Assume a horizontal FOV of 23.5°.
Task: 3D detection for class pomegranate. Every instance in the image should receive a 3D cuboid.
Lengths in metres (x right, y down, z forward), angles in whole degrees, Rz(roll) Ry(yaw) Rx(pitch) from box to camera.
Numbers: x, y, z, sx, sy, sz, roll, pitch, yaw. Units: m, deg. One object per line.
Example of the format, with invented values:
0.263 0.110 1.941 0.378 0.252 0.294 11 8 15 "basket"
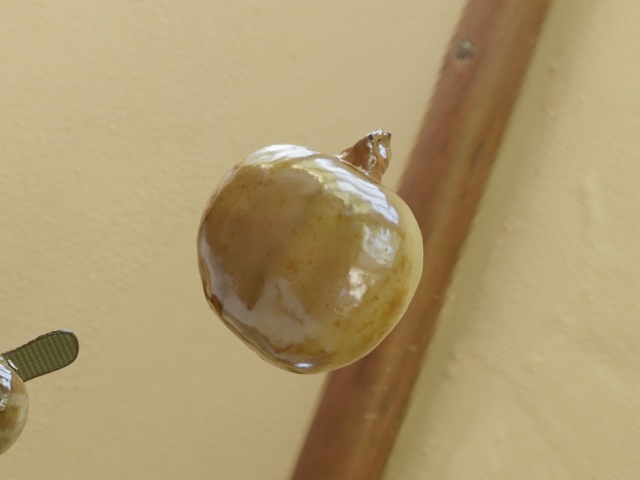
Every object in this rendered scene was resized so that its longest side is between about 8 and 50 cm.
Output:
-0.009 0.014 1.363 0.207 0.207 0.207 -18 -120 34 "pomegranate"

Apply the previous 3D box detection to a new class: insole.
-0.421 0.178 1.942 0.253 0.086 0.005 -25 -138 -18 "insole"

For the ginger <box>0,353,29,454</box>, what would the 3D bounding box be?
-0.452 0.240 1.598 0.176 0.375 0.256 25 -82 16 "ginger"
